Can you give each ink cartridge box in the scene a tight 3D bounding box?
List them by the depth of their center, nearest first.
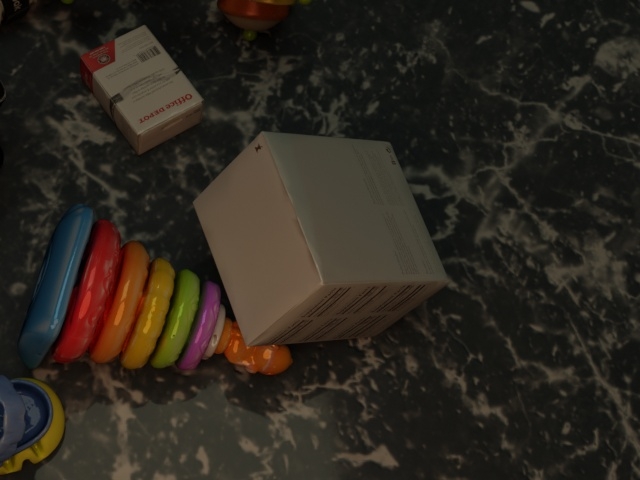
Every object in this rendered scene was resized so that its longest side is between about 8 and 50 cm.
[{"bbox_3d":[-0.224,-0.188,1.513,0.099,0.056,0.135,-31,73,-22],"label":"ink cartridge box"}]

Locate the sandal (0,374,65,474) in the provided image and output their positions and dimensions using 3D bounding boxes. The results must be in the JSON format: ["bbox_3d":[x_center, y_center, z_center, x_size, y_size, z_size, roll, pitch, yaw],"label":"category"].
[{"bbox_3d":[-0.413,0.225,1.234,0.317,0.138,0.126,-34,77,-22],"label":"sandal"}]

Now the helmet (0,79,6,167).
[{"bbox_3d":[-0.437,-0.112,1.379,0.169,0.169,0.162,19,47,-1],"label":"helmet"}]

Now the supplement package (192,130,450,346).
[{"bbox_3d":[0.000,0.000,1.371,0.203,0.149,0.194,0,59,-43],"label":"supplement package"}]

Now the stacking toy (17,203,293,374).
[{"bbox_3d":[-0.169,0.088,1.351,0.301,0.175,0.166,19,65,-14],"label":"stacking toy"}]

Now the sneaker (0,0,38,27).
[{"bbox_3d":[-0.401,-0.333,1.514,0.146,0.122,0.331,18,63,1],"label":"sneaker"}]

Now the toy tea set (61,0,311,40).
[{"bbox_3d":[-0.178,-0.317,1.529,0.336,0.124,0.200,8,21,-2],"label":"toy tea set"}]
